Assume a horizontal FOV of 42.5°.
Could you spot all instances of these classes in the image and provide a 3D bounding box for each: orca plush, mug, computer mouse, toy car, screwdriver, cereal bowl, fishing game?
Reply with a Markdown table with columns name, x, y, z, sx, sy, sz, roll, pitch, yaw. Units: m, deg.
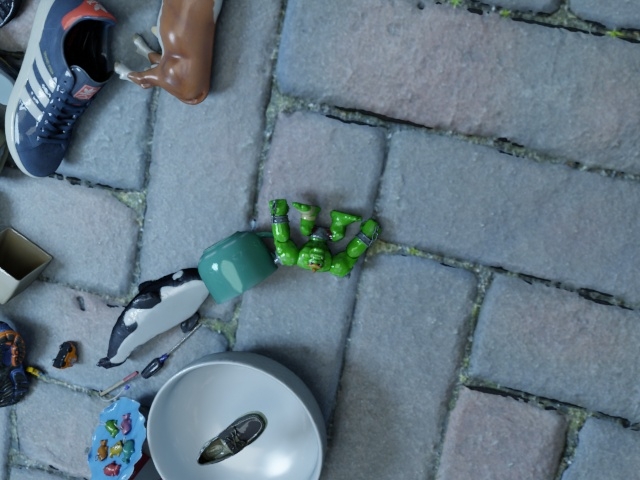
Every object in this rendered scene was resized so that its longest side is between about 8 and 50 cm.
| name | x | y | z | sx | sy | sz | roll | pitch | yaw |
| --- | --- | --- | --- | --- | --- | --- | --- | --- | --- |
| orca plush | -0.325 | 0.132 | 1.597 | 0.151 | 0.102 | 0.287 | 14 | 128 | -38 |
| mug | -0.148 | 0.036 | 1.500 | 0.129 | 0.158 | 0.097 | -26 | 98 | 43 |
| computer mouse | -0.637 | -0.404 | 1.537 | 0.242 | 0.041 | 0.071 | -30 | 100 | 25 |
| toy car | -0.546 | 0.246 | 1.694 | 0.122 | 0.060 | 0.040 | -13 | 146 | 32 |
| screwdriver | -0.292 | 0.219 | 1.631 | 0.170 | 0.024 | 0.025 | -38 | 123 | 12 |
| cereal bowl | -0.146 | 0.358 | 1.567 | 0.339 | 0.141 | 0.338 | 3 | 106 | 12 |
| fishing game | -0.404 | 0.392 | 1.592 | 0.189 | 0.264 | 0.041 | -32 | 140 | 33 |

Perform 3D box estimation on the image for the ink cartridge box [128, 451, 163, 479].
| name | x | y | z | sx | sy | sz | roll | pitch | yaw |
| --- | --- | --- | --- | --- | --- | --- | --- | --- | --- |
| ink cartridge box | -0.355 | 0.543 | 1.670 | 0.176 | 0.127 | 0.128 | 32 | 108 | 2 |

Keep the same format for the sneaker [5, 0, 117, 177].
| name | x | y | z | sx | sy | sz | roll | pitch | yaw |
| --- | --- | --- | --- | --- | --- | --- | --- | --- | --- |
| sneaker | -0.451 | -0.262 | 1.462 | 0.148 | 0.131 | 0.349 | 26 | 111 | 27 |

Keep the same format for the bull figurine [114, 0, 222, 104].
| name | x | y | z | sx | sy | sz | roll | pitch | yaw |
| --- | --- | --- | --- | --- | --- | --- | --- | --- | --- |
| bull figurine | -0.242 | -0.393 | 1.412 | 0.189 | 0.101 | 0.310 | 14 | 105 | 13 |

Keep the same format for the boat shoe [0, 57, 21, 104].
| name | x | y | z | sx | sy | sz | roll | pitch | yaw |
| --- | --- | --- | --- | --- | --- | --- | --- | --- | --- |
| boat shoe | -0.606 | -0.315 | 1.529 | 0.183 | 0.083 | 0.065 | 43 | 110 | 8 |

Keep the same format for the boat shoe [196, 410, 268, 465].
| name | x | y | z | sx | sy | sz | roll | pitch | yaw |
| --- | --- | --- | --- | --- | --- | --- | --- | --- | --- |
| boat shoe | -0.158 | 0.360 | 1.470 | 0.152 | 0.049 | 0.056 | -40 | 92 | 18 |

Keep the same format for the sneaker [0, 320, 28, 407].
| name | x | y | z | sx | sy | sz | roll | pitch | yaw |
| --- | --- | --- | --- | --- | --- | --- | --- | --- | --- |
| sneaker | -0.651 | 0.257 | 1.695 | 0.087 | 0.083 | 0.221 | 48 | 131 | 42 |

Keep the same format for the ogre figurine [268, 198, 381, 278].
| name | x | y | z | sx | sy | sz | roll | pitch | yaw |
| --- | --- | --- | --- | --- | --- | --- | --- | --- | --- |
| ogre figurine | 0.000 | 0.000 | 1.466 | 0.197 | 0.097 | 0.118 | 10 | 95 | -24 |

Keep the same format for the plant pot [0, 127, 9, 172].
| name | x | y | z | sx | sy | sz | roll | pitch | yaw |
| --- | --- | --- | --- | --- | --- | --- | --- | --- | --- |
| plant pot | -0.730 | -0.190 | 1.519 | 0.274 | 0.256 | 0.256 | 24 | 109 | -11 |

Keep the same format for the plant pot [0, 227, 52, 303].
| name | x | y | z | sx | sy | sz | roll | pitch | yaw |
| --- | --- | --- | --- | --- | --- | --- | --- | --- | --- |
| plant pot | -0.616 | 0.059 | 1.618 | 0.109 | 0.109 | 0.096 | 35 | 120 | 2 |
